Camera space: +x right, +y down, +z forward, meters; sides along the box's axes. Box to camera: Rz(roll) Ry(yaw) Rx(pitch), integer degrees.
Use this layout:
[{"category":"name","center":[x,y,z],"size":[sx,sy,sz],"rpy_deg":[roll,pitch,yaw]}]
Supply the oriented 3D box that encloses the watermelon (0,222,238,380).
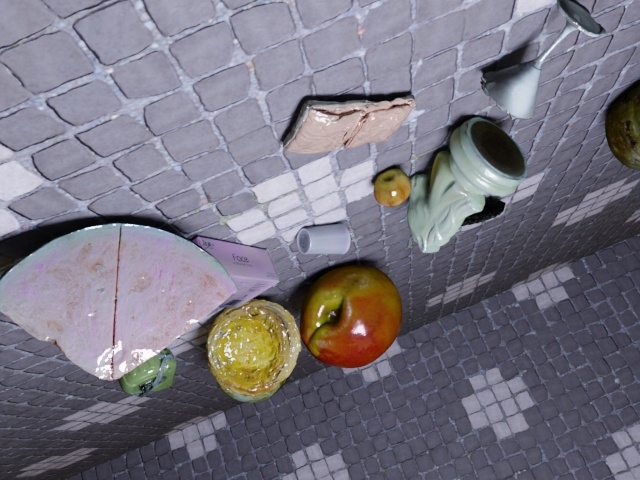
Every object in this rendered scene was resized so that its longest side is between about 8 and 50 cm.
[{"category":"watermelon","center":[-0.378,0.097,1.063],"size":[0.319,0.292,0.222],"rpy_deg":[-48,-164,-28]}]

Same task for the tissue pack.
[{"category":"tissue pack","center":[-0.222,0.075,1.288],"size":[0.149,0.092,0.246],"rpy_deg":[-31,157,23]}]

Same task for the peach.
[{"category":"peach","center":[0.094,0.218,1.690],"size":[0.308,0.307,0.332],"rpy_deg":[-31,168,19]}]

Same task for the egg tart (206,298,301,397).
[{"category":"egg tart","center":[-0.189,0.305,1.659],"size":[0.291,0.290,0.107],"rpy_deg":[-25,179,4]}]

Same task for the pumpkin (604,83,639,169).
[{"category":"pumpkin","center":[0.792,-0.291,1.354],"size":[0.233,0.241,0.325],"rpy_deg":[3,169,15]}]

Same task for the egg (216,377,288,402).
[{"category":"egg","center":[-0.199,0.369,1.824],"size":[0.289,0.238,0.238],"rpy_deg":[-44,161,-10]}]

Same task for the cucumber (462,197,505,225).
[{"category":"cucumber","center":[0.413,-0.077,1.602],"size":[0.300,0.072,0.072],"rpy_deg":[-7,154,-34]}]

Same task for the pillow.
[{"category":"pillow","center":[0.053,-0.198,0.998],"size":[0.233,0.043,0.126],"rpy_deg":[-13,162,-31]}]

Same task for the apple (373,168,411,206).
[{"category":"apple","center":[0.153,-0.114,1.245],"size":[0.084,0.084,0.071],"rpy_deg":[-24,132,3]}]

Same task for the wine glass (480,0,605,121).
[{"category":"wine glass","center":[0.372,-0.303,0.972],"size":[0.122,0.122,0.183],"rpy_deg":[-7,152,-36]}]

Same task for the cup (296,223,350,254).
[{"category":"cup","center":[0.000,0.000,1.387],"size":[0.116,0.074,0.104],"rpy_deg":[-4,180,-33]}]

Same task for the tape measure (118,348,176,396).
[{"category":"tape measure","center":[-0.514,0.400,1.744],"size":[0.175,0.106,0.200],"rpy_deg":[-15,156,-30]}]

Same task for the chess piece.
[{"category":"chess piece","center":[0.281,-0.109,1.250],"size":[0.176,0.175,0.298],"rpy_deg":[-6,152,-37]}]
